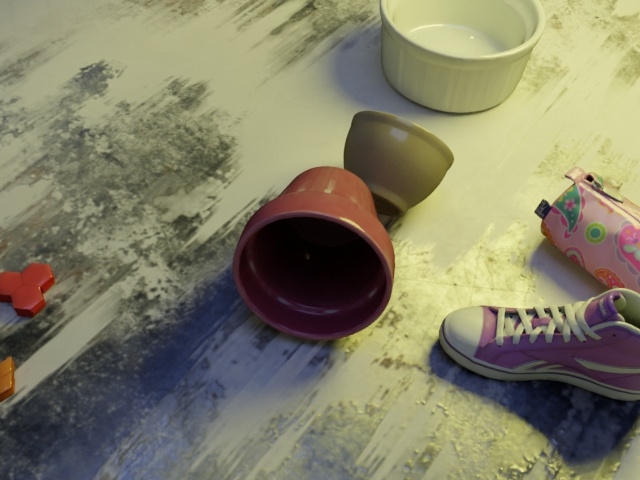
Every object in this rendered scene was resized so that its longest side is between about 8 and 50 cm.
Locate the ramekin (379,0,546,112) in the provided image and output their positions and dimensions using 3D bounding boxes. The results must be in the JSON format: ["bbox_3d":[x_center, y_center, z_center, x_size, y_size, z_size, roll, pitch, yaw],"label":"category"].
[{"bbox_3d":[0.232,-0.346,1.409,0.277,0.135,0.277,2,50,-3],"label":"ramekin"}]

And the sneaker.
[{"bbox_3d":[0.296,0.103,1.018,0.282,0.161,0.102,8,51,5],"label":"sneaker"}]

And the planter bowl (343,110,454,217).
[{"bbox_3d":[0.099,-0.102,1.194,0.162,0.162,0.109,23,78,15],"label":"planter bowl"}]

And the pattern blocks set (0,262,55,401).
[{"bbox_3d":[-0.511,0.136,1.024,0.286,0.026,0.324,9,50,5],"label":"pattern blocks set"}]

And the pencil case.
[{"bbox_3d":[0.439,0.019,1.124,0.124,0.124,0.284,-32,60,-27],"label":"pencil case"}]

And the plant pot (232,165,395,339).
[{"bbox_3d":[0.000,0.000,1.078,0.201,0.201,0.180,8,34,3],"label":"plant pot"}]
